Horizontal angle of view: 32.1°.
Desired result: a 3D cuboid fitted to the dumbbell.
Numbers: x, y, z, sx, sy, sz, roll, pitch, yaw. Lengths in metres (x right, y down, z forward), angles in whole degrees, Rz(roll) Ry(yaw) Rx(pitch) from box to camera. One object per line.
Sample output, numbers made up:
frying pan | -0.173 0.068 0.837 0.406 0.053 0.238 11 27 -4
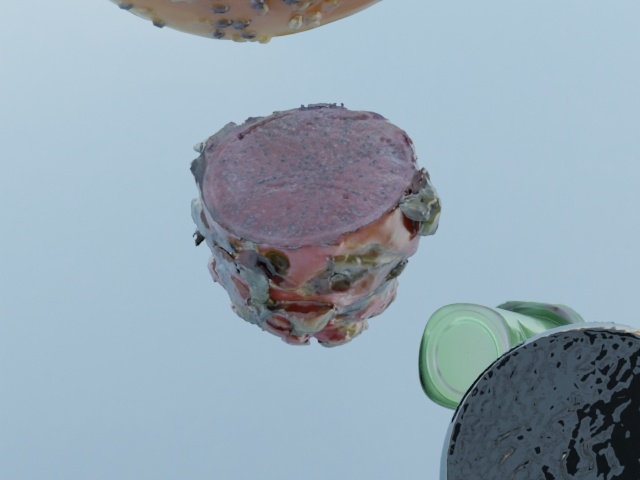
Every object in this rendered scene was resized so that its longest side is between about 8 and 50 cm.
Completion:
dumbbell | 0.248 0.223 0.843 0.203 0.322 0.204 -22 -135 24

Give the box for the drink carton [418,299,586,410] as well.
drink carton | 0.185 0.124 1.151 0.146 0.142 0.144 2 -100 41

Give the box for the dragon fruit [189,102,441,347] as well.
dragon fruit | 0.000 0.000 1.408 0.296 0.263 0.314 -21 -138 -10

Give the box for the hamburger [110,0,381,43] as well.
hamburger | -0.026 -0.243 0.568 0.300 0.300 0.176 -19 -138 -18
